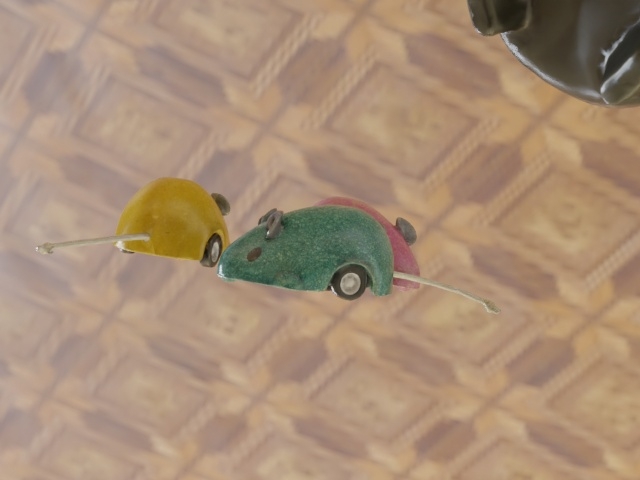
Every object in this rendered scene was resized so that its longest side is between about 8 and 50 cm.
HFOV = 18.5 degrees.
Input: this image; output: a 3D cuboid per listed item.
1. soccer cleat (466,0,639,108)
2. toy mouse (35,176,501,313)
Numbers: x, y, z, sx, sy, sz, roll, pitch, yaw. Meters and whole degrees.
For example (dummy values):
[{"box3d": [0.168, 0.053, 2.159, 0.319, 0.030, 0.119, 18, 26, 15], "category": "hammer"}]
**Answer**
[{"box3d": [0.114, -0.161, 0.468, 0.093, 0.121, 0.289, 33, 133, 17], "category": "soccer cleat"}, {"box3d": [0.000, 0.000, 0.719, 0.143, 0.031, 0.161, 10, -176, 24], "category": "toy mouse"}]
